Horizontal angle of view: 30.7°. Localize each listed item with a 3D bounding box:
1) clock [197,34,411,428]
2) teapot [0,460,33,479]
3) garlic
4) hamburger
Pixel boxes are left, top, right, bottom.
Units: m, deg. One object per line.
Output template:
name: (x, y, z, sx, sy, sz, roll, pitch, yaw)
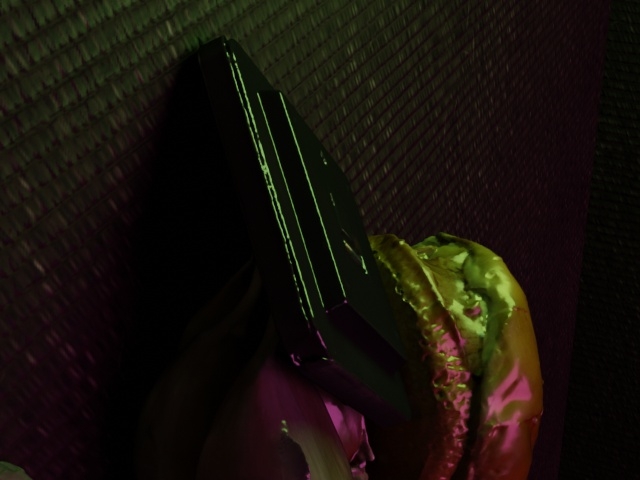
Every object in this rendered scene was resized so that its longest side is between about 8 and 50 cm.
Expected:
clock: (0.001, 0.000, 0.932, 0.279, 0.049, 0.273, 46, 24, -64)
teapot: (-0.197, 0.182, 0.735, 0.083, 0.064, 0.064, -46, 142, -51)
garlic: (-0.031, 0.157, 0.918, 0.237, 0.210, 0.292, -52, 131, -31)
hamburger: (0.100, 0.147, 1.143, 0.290, 0.170, 0.314, -143, -123, -68)
